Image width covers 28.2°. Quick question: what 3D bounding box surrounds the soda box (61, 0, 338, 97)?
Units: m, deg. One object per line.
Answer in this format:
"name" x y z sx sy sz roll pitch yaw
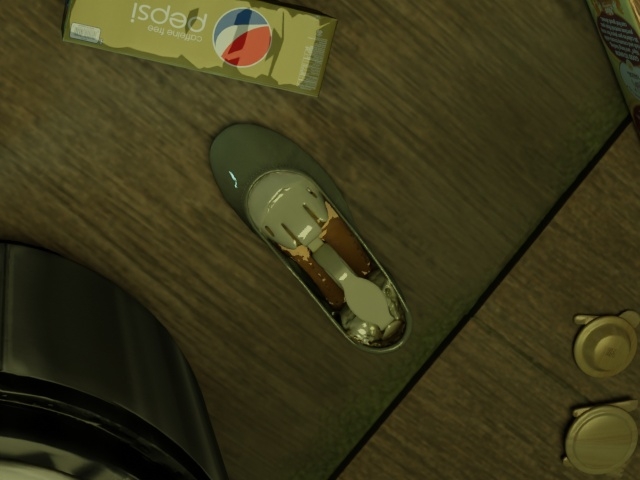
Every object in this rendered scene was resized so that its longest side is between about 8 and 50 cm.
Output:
"soda box" -0.085 -0.149 0.885 0.181 0.061 0.058 11 103 -15

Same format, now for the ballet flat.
"ballet flat" 0.000 0.000 0.946 0.072 0.068 0.213 -39 110 1

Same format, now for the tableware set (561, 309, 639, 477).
"tableware set" 0.273 0.122 1.070 0.141 0.020 0.168 -3 108 -10

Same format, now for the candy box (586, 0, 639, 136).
"candy box" 0.281 -0.228 0.930 0.183 0.087 0.316 -28 111 -3

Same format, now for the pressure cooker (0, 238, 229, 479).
"pressure cooker" -0.227 0.216 0.773 0.370 0.420 0.375 -43 111 2
